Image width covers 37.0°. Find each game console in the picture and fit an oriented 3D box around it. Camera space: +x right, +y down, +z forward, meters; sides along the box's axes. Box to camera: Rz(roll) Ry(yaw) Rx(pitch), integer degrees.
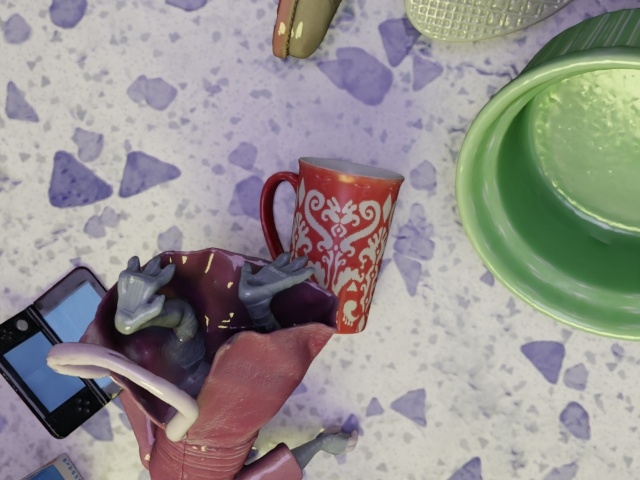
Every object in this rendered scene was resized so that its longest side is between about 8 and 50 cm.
[{"bbox_3d":[-0.276,0.122,1.055,0.085,0.124,0.144,-39,90,34],"label":"game console"}]

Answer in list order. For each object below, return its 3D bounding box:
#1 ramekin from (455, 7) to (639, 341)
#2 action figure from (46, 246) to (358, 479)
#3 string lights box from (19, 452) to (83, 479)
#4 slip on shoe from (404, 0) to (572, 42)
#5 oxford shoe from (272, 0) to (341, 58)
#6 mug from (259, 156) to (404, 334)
[{"bbox_3d":[0.293,-0.066,0.892,0.304,0.148,0.303,16,132,18],"label":"ramekin"},{"bbox_3d":[-0.102,0.188,0.948,0.248,0.275,0.370,19,126,11],"label":"action figure"},{"bbox_3d":[-0.339,0.322,0.987,0.133,0.259,0.076,-33,93,6],"label":"string lights box"},{"bbox_3d":[0.232,-0.308,0.963,0.331,0.101,0.123,-32,116,5],"label":"slip on shoe"},{"bbox_3d":[0.064,-0.327,0.967,0.130,0.123,0.348,28,98,-3],"label":"oxford shoe"},{"bbox_3d":[0.009,0.001,1.023,0.113,0.150,0.169,3,102,-32],"label":"mug"}]
